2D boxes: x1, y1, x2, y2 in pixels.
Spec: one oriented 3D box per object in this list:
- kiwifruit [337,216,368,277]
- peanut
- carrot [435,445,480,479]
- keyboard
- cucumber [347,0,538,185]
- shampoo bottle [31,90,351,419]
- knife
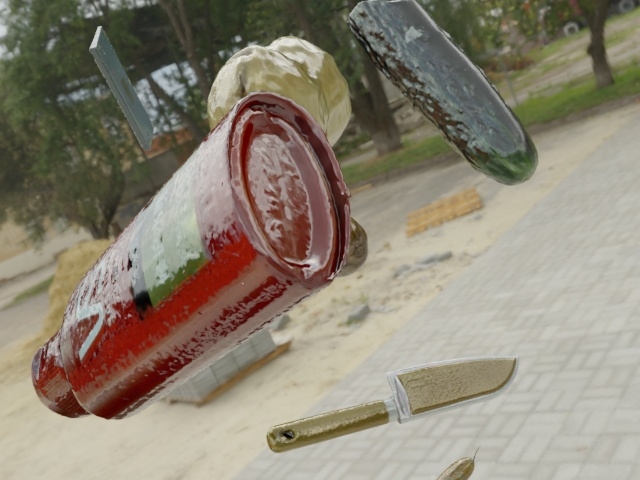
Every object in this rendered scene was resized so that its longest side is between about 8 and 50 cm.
[{"bbox_3d":[0.000,0.000,0.785,0.075,0.075,0.124,-28,29,-26],"label":"kiwifruit"},{"bbox_3d":[-0.048,-0.168,0.954,0.174,0.158,0.340,-57,3,26],"label":"peanut"},{"bbox_3d":[0.192,0.486,1.347,0.298,0.078,0.078,-42,10,-1],"label":"carrot"},{"bbox_3d":[-0.271,-0.206,1.013,0.014,0.176,0.055,-10,47,9],"label":"keyboard"},{"bbox_3d":[0.122,-0.146,0.705,0.074,0.241,0.074,-33,-18,-12],"label":"cucumber"},{"bbox_3d":[-0.103,0.037,0.470,0.076,0.118,0.314,8,-31,-38],"label":"shampoo bottle"},{"bbox_3d":[0.073,0.133,0.629,0.256,0.046,0.022,-9,-28,-23],"label":"knife"}]
